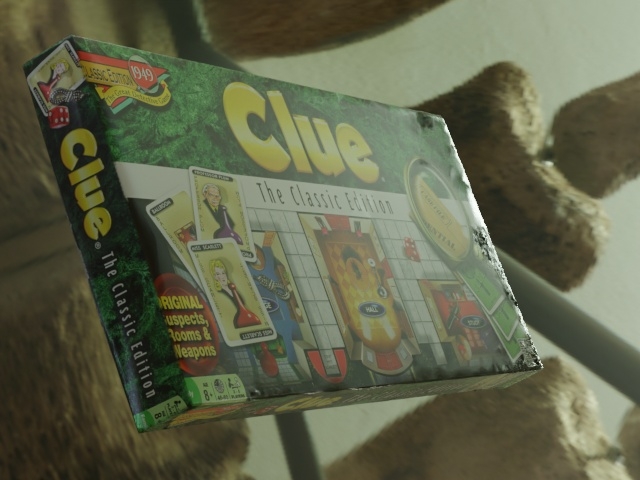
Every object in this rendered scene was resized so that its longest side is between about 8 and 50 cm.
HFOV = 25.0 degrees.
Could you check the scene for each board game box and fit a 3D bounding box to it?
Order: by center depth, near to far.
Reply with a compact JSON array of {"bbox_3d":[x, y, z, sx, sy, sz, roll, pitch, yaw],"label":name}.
[{"bbox_3d":[0.000,0.000,0.576,0.030,0.260,0.136,-31,-108,29],"label":"board game box"}]
